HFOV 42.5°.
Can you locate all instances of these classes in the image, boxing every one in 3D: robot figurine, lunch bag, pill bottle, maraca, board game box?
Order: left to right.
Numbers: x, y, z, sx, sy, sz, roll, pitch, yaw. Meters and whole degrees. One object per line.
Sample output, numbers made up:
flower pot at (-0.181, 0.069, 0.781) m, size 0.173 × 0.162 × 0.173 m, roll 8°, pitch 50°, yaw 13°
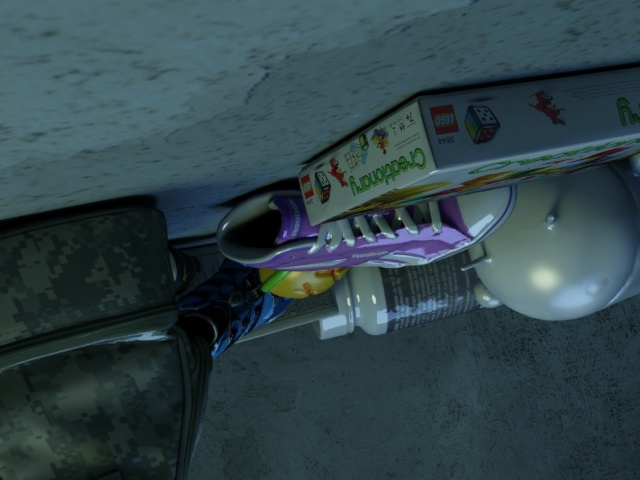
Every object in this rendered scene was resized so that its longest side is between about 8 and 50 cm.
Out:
lunch bag at (-0.212, 0.122, 0.727) m, size 0.212 × 0.256 × 0.305 m, roll -12°, pitch 177°, yaw -17°
maraca at (0.000, 0.000, 0.968) m, size 0.185 × 0.099 × 0.127 m, roll -41°, pitch -178°, yaw 22°
pill bottle at (0.152, 0.053, 1.469) m, size 0.361 × 0.204 × 0.204 m, roll -13°, pitch 177°, yaw -9°
board game box at (0.158, -0.077, 0.646) m, size 0.305 × 0.053 × 0.193 m, roll -12°, pitch 176°, yaw -25°
robot figurine at (0.309, -0.018, 0.978) m, size 0.353 × 0.200 × 0.300 m, roll -10°, pitch 148°, yaw -47°

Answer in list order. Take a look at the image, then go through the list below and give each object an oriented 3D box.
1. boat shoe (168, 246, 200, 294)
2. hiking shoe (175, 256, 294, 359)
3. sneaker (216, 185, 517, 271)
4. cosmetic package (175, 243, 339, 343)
boat shoe at (-0.260, 0.065, 1.053) m, size 0.233 × 0.084 × 0.079 m, roll -20°, pitch 176°, yaw 25°
hiking shoe at (-0.114, 0.090, 1.048) m, size 0.304 × 0.113 × 0.132 m, roll -40°, pitch -170°, yaw -4°
sneaker at (0.037, -0.018, 0.773) m, size 0.282 × 0.102 × 0.161 m, roll -15°, pitch 173°, yaw 21°
cosmetic package at (-0.130, 0.080, 1.264) m, size 0.296 × 0.153 × 0.129 m, roll -9°, pitch 173°, yaw -45°
